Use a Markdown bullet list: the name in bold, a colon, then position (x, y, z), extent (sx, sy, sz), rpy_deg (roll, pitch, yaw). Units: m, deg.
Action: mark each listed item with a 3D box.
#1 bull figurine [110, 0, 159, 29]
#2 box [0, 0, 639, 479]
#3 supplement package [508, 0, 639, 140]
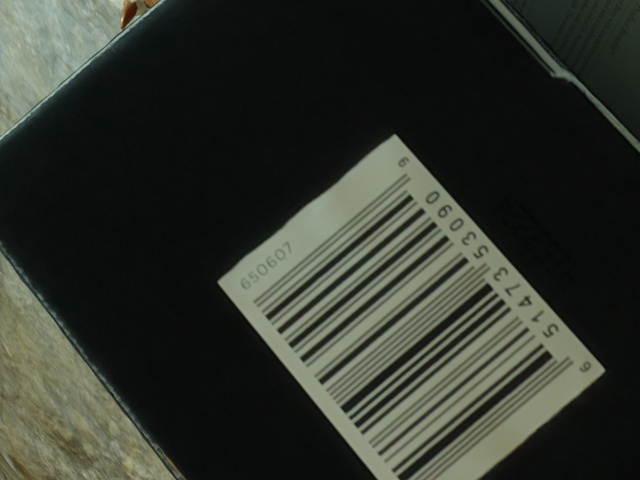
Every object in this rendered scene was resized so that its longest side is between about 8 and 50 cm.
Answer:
- **bull figurine**: position (-0.095, -0.224, 1.662), extent (0.310, 0.101, 0.188), rpy_deg (40, 148, 32)
- **box**: position (0.098, 0.112, 1.130), extent (0.480, 0.297, 0.472), rpy_deg (50, 179, 21)
- **supplement package**: position (0.249, -0.104, 1.104), extent (0.293, 0.175, 0.177), rpy_deg (51, 155, 14)
